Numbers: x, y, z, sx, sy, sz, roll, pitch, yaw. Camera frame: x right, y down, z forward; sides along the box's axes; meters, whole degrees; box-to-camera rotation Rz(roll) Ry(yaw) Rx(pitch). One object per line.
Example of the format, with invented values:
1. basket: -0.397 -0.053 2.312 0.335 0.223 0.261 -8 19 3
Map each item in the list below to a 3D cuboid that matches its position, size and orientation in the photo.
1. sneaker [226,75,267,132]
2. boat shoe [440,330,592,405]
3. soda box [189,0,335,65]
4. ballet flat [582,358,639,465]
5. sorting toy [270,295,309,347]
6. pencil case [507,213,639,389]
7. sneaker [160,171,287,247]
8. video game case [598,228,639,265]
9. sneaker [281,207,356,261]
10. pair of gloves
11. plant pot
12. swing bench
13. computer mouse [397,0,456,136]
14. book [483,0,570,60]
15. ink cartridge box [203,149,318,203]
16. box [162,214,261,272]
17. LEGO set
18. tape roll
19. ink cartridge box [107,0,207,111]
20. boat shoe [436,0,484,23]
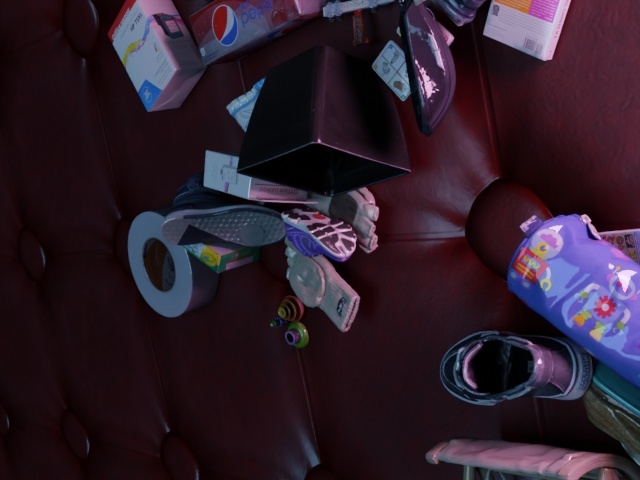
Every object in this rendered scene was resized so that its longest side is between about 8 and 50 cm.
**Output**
1. sneaker: -0.081 -0.226 1.481 0.190 0.071 0.083 -27 90 56
2. boat shoe: 0.230 0.173 1.203 0.301 0.102 0.108 168 107 -66
3. soda box: -0.097 -0.366 1.428 0.263 0.083 0.092 -13 95 47
4. ballet flat: 0.454 0.266 1.059 0.342 0.116 0.124 33 146 35
5. sorting toy: -0.058 0.150 1.596 0.061 0.042 0.102 6 108 45
6. pencil case: 0.365 0.085 1.055 0.306 0.119 0.133 40 105 29
7. sneaker: -0.162 -0.061 1.604 0.226 0.163 0.086 2 122 4
8. video game case: 0.395 0.028 1.098 0.122 0.011 0.087 -7 99 47
9. sneaker: 0.000 0.000 1.416 0.170 0.068 0.071 32 132 52
10. pair of gloves: 0.016 0.003 1.464 0.204 0.042 0.240 33 119 42
11. plant pot: 0.004 -0.178 1.312 0.187 0.188 0.167 -15 70 48
12. swing bench: 0.304 0.386 1.194 0.253 0.165 0.255 -8 94 55
13. computer mouse: 0.138 -0.271 1.133 0.184 0.060 0.262 54 -155 -88
14. book: 0.265 -0.309 1.105 0.096 0.035 0.144 34 127 31
15. ink cartridge box: -0.096 -0.106 1.464 0.198 0.115 0.067 19 106 53
16. box: -0.206 -0.008 1.650 0.179 0.105 0.043 35 126 34
17. LEGO set: 0.104 -0.346 1.269 0.244 0.060 0.182 50 121 21
18. tape roll: -0.298 0.041 1.789 0.219 0.072 0.219 17 115 43
19. ink cartridge box: -0.317 -0.375 1.661 0.134 0.078 0.231 -43 71 45
20. boat shoe: 0.163 -0.370 1.153 0.083 0.065 0.183 -58 47 48
